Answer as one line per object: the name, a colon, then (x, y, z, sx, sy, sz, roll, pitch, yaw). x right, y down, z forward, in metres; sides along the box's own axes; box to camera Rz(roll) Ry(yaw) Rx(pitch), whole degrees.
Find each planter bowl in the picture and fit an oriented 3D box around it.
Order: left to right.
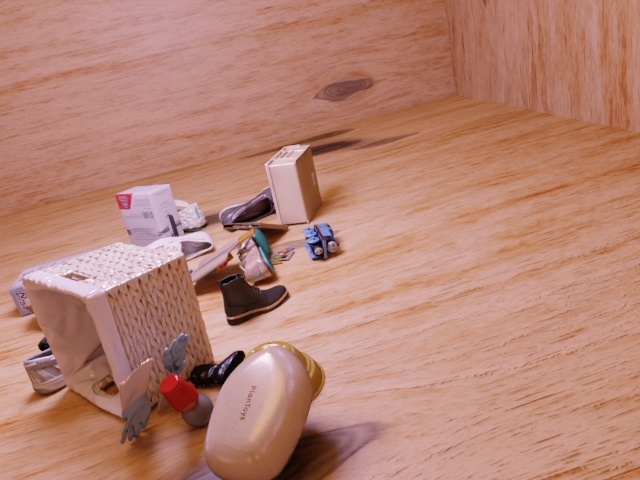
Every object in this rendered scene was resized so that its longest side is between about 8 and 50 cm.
planter bowl: (-0.106, 0.285, 1.197, 0.217, 0.090, 0.217, -11, 23, 5)

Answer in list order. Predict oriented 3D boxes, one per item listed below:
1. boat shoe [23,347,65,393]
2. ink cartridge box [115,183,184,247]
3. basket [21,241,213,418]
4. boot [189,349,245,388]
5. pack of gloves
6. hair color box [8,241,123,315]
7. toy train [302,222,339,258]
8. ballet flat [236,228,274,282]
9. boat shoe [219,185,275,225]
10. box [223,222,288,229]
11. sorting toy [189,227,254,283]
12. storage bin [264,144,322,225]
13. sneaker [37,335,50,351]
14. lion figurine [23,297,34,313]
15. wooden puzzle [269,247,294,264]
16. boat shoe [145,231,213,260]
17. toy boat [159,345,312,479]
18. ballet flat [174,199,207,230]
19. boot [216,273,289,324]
boat shoe: (-0.646, 0.284, 1.485, 0.118, 0.103, 0.320, 6, 29, 38)
ink cartridge box: (-0.652, -0.070, 2.105, 0.197, 0.272, 0.114, 1, 23, 31)
basket: (-0.482, 0.195, 1.314, 0.328, 0.331, 0.266, 6, 28, 39)
boot: (-0.246, 0.305, 1.295, 0.099, 0.045, 0.121, -9, 20, 26)
pack of gloves: (-0.332, 0.315, 1.128, 0.046, 0.232, 0.195, 27, 38, 13)
hair color box: (-0.893, 0.133, 1.967, 0.375, 0.113, 0.185, -16, 22, -8)
toy train: (0.000, 0.000, 1.829, 0.105, 0.080, 0.184, -11, 22, -9)
ballet flat: (-0.228, 0.049, 1.817, 0.106, 0.107, 0.316, -35, 21, 4)
boat shoe: (-0.255, -0.133, 2.264, 0.335, 0.112, 0.095, -27, 43, -17)
box: (-0.241, -0.050, 2.034, 0.164, 0.021, 0.201, -2, -2, 28)
sorting toy: (-0.348, 0.078, 1.788, 0.348, 0.047, 0.196, -33, 12, 12)
storage bin: (-0.097, -0.227, 2.174, 0.123, 0.262, 0.260, -5, 24, 17)
sneaker: (-0.722, 0.266, 1.566, 0.217, 0.079, 0.121, -34, 20, 19)
lion figurine: (-0.761, 0.190, 1.772, 0.392, 0.142, 0.240, -4, 12, -16)
wooden puzzle: (-0.133, 0.052, 1.861, 0.079, 0.014, 0.116, -7, 23, 14)
boat shoe: (-0.532, 0.037, 2.010, 0.277, 0.098, 0.096, -20, 23, -19)
toy boat: (-0.161, 0.329, 1.057, 0.318, 0.148, 0.267, 1, 48, 28)
ballet flat: (-0.669, -0.120, 2.416, 0.409, 0.147, 0.147, 1, 27, 33)
boot: (-0.187, 0.137, 1.530, 0.198, 0.137, 0.077, -27, 26, -31)
